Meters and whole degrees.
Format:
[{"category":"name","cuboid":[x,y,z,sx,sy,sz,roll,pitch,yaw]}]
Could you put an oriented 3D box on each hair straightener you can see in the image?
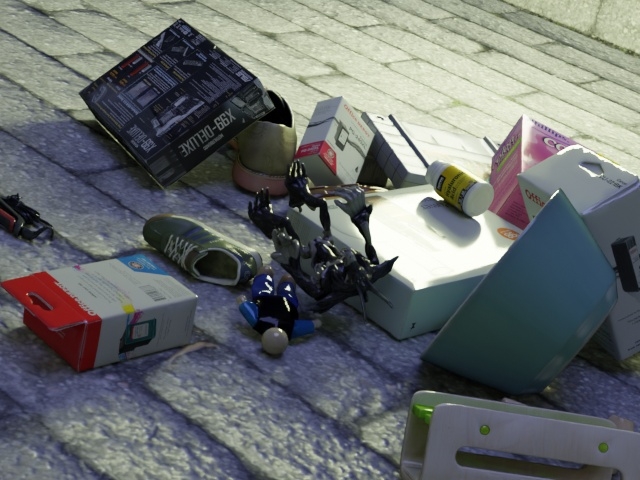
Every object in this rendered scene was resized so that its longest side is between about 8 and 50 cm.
[{"category":"hair straightener","cuboid":[-0.480,-0.063,1.976,0.230,0.047,0.089,27,28,26]}]

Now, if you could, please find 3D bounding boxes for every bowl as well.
[{"category":"bowl","cuboid":[0.297,0.096,1.816,0.163,0.311,0.311,40,29,8]}]

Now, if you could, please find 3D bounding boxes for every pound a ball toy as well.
[{"category":"pound a ball toy","cuboid":[0.260,0.274,1.602,0.319,0.135,0.208,10,-1,-9]}]

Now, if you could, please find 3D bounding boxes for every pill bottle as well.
[{"category":"pill bottle","cuboid":[0.230,-0.091,2.180,0.065,0.065,0.116,-6,30,-38]}]

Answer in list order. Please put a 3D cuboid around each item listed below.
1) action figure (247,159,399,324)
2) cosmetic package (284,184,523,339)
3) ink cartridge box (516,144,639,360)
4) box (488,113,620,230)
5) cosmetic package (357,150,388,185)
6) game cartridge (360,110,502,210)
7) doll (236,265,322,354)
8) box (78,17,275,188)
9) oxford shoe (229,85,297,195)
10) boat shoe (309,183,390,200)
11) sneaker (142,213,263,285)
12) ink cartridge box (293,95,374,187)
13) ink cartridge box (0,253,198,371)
[{"category":"action figure","cuboid":[0.000,0.000,1.887,0.164,0.141,0.276,-34,49,-13]},{"category":"cosmetic package","cuboid":[0.165,0.022,2.094,0.377,0.097,0.284,-11,37,-44]},{"category":"ink cartridge box","cuboid":[0.423,0.015,1.986,0.114,0.272,0.197,-26,28,-11]},{"category":"box","cuboid":[0.421,-0.081,2.317,0.214,0.117,0.243,27,33,-8]},{"category":"cosmetic package","cuboid":[0.073,-0.143,2.436,0.115,0.060,0.041,8,27,-17]},{"category":"game cartridge","cuboid":[0.261,-0.139,2.446,0.355,0.068,0.230,9,27,-31]},{"category":"doll","cuboid":[-0.060,0.102,1.852,0.129,0.046,0.189,20,24,-9]},{"category":"box","cuboid":[-0.260,-0.250,2.303,0.242,0.076,0.307,-39,43,-10]},{"category":"oxford shoe","cuboid":[-0.098,-0.223,2.406,0.141,0.146,0.397,8,25,-15]},{"category":"boat shoe","cuboid":[0.047,-0.067,2.242,0.207,0.073,0.073,0,30,-28]},{"category":"sneaker","cuboid":[-0.185,0.017,1.943,0.192,0.064,0.086,21,20,7]},{"category":"ink cartridge box","cuboid":[0.026,-0.168,2.324,0.063,0.109,0.150,-12,43,38]},{"category":"ink cartridge box","cuboid":[-0.293,0.095,1.703,0.231,0.078,0.134,-11,34,-43]}]
